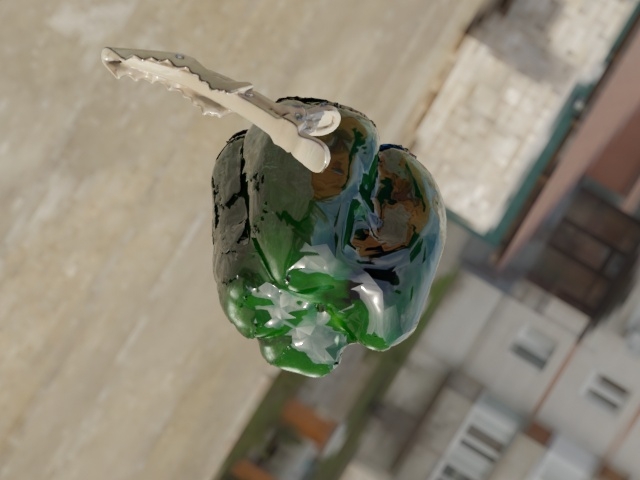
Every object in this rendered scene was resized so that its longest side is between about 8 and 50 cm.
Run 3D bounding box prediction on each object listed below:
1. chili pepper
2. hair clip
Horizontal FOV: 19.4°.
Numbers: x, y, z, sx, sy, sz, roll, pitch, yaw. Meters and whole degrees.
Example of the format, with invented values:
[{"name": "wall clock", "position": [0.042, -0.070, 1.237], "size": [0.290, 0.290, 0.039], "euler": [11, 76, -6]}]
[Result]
[{"name": "chili pepper", "position": [0.000, 0.000, 1.975], "size": [0.233, 0.248, 0.257], "euler": [-39, -148, 39]}, {"name": "hair clip", "position": [-0.085, -0.132, 1.669], "size": [0.072, 0.226, 0.034], "euler": [-61, 174, -48]}]
